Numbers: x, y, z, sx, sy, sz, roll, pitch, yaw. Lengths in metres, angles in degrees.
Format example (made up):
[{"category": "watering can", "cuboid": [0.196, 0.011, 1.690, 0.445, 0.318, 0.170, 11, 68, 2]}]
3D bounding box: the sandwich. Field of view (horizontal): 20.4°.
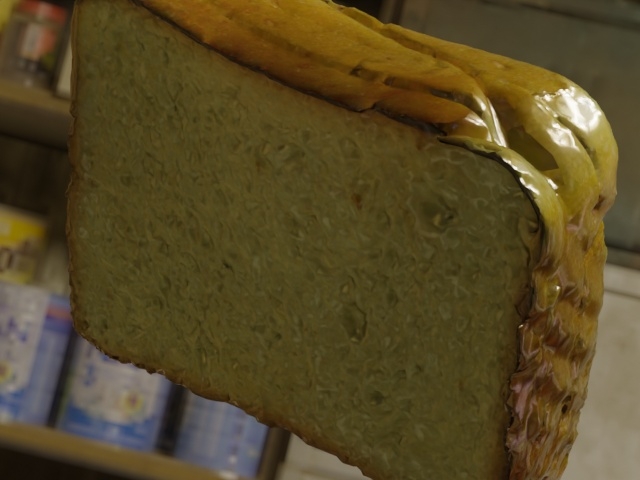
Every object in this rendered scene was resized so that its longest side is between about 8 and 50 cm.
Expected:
[{"category": "sandwich", "cuboid": [0.000, 0.000, 0.668, 0.214, 0.186, 0.065, 23, 37, 28]}]
